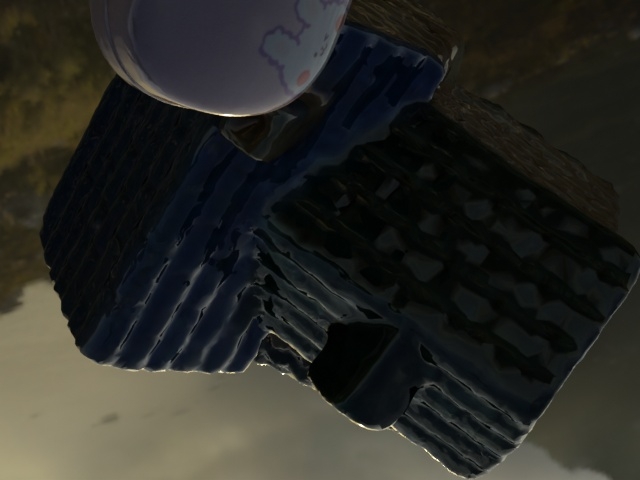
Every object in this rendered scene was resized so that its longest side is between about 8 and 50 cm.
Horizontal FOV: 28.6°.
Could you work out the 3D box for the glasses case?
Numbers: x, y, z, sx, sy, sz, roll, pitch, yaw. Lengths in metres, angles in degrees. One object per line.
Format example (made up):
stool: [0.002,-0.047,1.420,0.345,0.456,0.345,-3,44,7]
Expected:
glasses case: [-0.018,-0.198,0.516,0.113,0.296,0.075,5,-167,-42]

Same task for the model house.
model house: [0.000,0.000,1.060,0.395,0.445,0.400,-55,177,15]
